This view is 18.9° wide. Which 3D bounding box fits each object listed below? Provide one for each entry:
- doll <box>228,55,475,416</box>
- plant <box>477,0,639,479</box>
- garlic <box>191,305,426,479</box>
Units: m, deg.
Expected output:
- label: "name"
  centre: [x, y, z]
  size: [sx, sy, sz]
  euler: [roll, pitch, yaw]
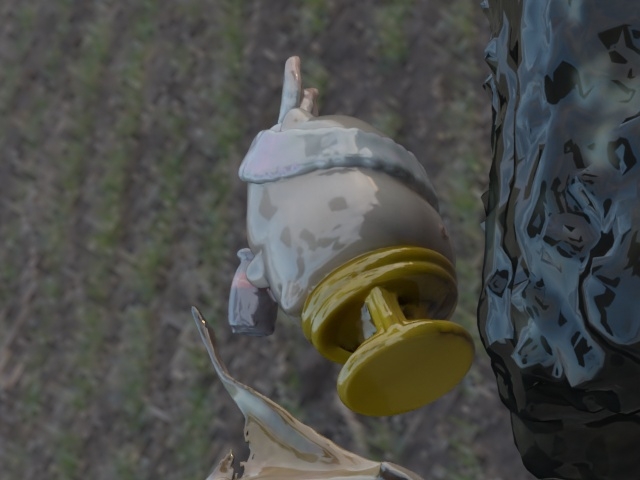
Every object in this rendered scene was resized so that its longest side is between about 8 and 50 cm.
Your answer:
- label: "doll"
  centre: [0.000, 0.000, 0.642]
  size: [0.084, 0.073, 0.127]
  euler: [-36, 53, 18]
- label: "plant"
  centre: [0.152, -0.080, 0.519]
  size: [0.215, 0.213, 0.312]
  euler: [88, -170, -63]
- label: "garlic"
  centre: [-0.001, 0.176, 0.720]
  size: [0.151, 0.196, 0.338]
  euler: [-56, 11, 47]
